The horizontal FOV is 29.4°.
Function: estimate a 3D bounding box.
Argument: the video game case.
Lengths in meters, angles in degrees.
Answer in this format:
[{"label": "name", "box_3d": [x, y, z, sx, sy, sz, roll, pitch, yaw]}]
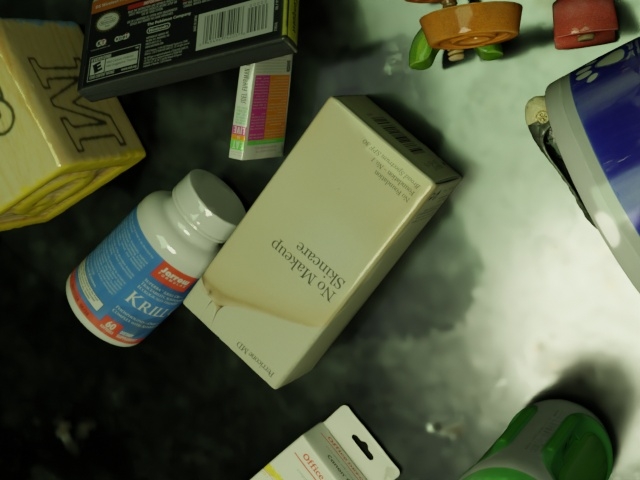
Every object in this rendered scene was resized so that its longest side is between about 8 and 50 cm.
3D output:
[{"label": "video game case", "box_3d": [-0.147, -0.298, 1.400, 0.274, 0.035, 0.248, -10, 64, 25]}]

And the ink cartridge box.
[{"label": "ink cartridge box", "box_3d": [-0.013, 0.302, 1.472, 0.198, 0.067, 0.115, -44, 79, 21]}]

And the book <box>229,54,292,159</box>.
[{"label": "book", "box_3d": [-0.068, -0.168, 1.413, 0.035, 0.096, 0.144, 13, 102, 20]}]

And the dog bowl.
[{"label": "dog bowl", "box_3d": [0.326, -0.059, 1.172, 0.104, 0.265, 0.265, -29, 86, 22]}]

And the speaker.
[{"label": "speaker", "box_3d": [0.217, 0.251, 1.242, 0.131, 0.296, 0.131, 3, 99, 22]}]

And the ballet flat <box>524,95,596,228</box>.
[{"label": "ballet flat", "box_3d": [0.276, -0.084, 1.306, 0.057, 0.049, 0.173, -37, 83, 23]}]

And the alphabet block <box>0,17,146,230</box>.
[{"label": "alphabet block", "box_3d": [-0.366, -0.139, 1.492, 0.192, 0.193, 0.197, -31, 85, 25]}]

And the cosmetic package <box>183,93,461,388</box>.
[{"label": "cosmetic package", "box_3d": [0.000, 0.000, 1.401, 0.160, 0.113, 0.309, 41, 109, 13]}]

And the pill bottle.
[{"label": "pill bottle", "box_3d": [-0.196, 0.018, 1.478, 0.221, 0.124, 0.124, -43, 80, 23]}]

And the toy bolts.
[{"label": "toy bolts", "box_3d": [0.193, -0.278, 1.246, 0.228, 0.218, 0.159, -6, 89, 5]}]
